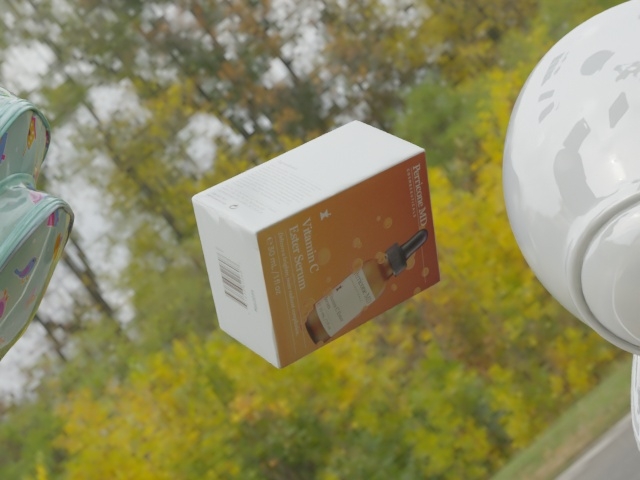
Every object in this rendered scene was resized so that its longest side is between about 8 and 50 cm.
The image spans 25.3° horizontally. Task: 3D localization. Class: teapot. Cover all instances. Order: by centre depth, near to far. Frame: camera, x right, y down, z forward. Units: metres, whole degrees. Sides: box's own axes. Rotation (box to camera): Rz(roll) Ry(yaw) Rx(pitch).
[{"bbox_3d":[0.226,-0.010,0.867,0.252,0.256,0.187,-32,32,34],"label":"teapot"}]

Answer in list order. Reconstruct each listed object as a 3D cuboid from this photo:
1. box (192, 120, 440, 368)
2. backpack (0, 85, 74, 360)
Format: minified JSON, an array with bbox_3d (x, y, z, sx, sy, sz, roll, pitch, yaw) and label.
[{"bbox_3d":[0.000,0.000,1.153,0.170,0.091,0.130,-27,-56,-27],"label":"box"},{"bbox_3d":[-0.224,-0.008,0.825,0.166,0.144,0.188,86,-156,-85],"label":"backpack"}]
